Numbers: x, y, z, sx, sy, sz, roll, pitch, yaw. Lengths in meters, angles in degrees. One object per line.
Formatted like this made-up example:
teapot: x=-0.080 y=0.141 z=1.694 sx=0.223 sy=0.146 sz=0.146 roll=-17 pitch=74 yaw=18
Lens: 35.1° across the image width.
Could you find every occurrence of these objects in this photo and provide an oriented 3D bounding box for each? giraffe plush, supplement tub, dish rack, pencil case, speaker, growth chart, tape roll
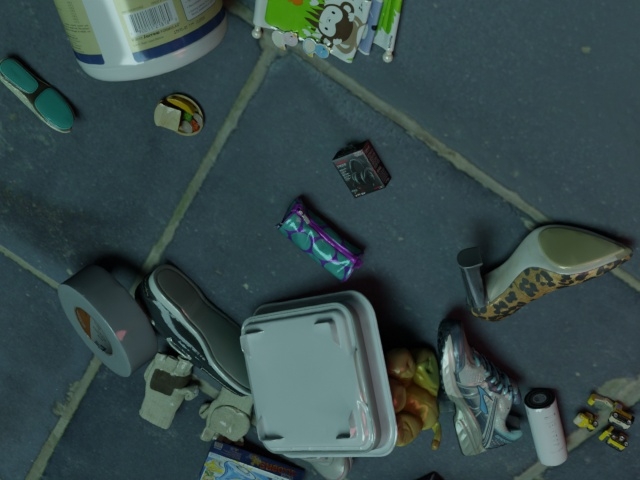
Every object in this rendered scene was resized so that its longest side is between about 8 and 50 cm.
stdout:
giraffe plush: x=0.118 y=0.276 z=1.798 sx=0.171 sy=0.181 sz=0.210 roll=-1 pitch=159 yaw=39
supplement tub: x=-0.276 y=-0.405 z=1.407 sx=0.228 sy=0.228 sz=0.316 roll=1 pitch=124 yaw=25
dish rack: x=-0.023 y=0.242 z=1.753 sx=0.333 sy=0.072 sz=0.285 roll=-13 pitch=86 yaw=47
pencil case: x=0.000 y=0.000 z=1.686 sx=0.152 sy=0.064 sz=0.070 roll=39 pitch=156 yaw=-6
speaker: x=0.390 y=0.323 z=1.746 sx=0.055 sy=0.055 sz=0.136 roll=-3 pitch=123 yaw=28
growth chart: x=0.009 y=-0.335 z=1.461 sx=0.237 sy=0.021 sz=0.171 roll=15 pitch=131 yaw=16
tape roll: x=-0.407 y=0.154 z=1.939 sx=0.219 sy=0.072 sz=0.219 roll=36 pitch=148 yaw=27

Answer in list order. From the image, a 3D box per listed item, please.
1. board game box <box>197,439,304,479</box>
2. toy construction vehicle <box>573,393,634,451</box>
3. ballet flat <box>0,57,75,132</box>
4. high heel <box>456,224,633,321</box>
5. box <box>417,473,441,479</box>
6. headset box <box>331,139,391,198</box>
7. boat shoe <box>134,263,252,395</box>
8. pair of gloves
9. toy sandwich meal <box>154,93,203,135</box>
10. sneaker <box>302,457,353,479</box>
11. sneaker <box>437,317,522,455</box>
board game box: x=-0.149 y=0.498 z=2.126 sx=0.201 sy=0.035 sz=0.136 roll=20 pitch=134 yaw=-3
toy construction vehicle: x=0.484 y=0.304 z=1.705 sx=0.098 sy=0.035 sz=0.085 roll=27 pitch=143 yaw=9
ballet flat: x=-0.491 y=-0.250 z=1.756 sx=0.168 sy=0.057 sz=0.052 roll=46 pitch=158 yaw=-7
high heel: x=0.351 y=0.062 z=1.575 sx=0.261 sy=0.093 sz=0.186 roll=-5 pitch=145 yaw=15
box: x=0.231 y=0.701 z=2.003 sx=0.395 sy=0.212 sz=0.293 roll=44 pitch=131 yaw=-11
headset box: x=0.062 y=-0.115 z=1.591 sx=0.062 sy=0.032 sz=0.083 roll=-17 pitch=117 yaw=35
boat shoe: x=-0.227 y=0.179 z=1.908 sx=0.091 sy=0.114 sz=0.302 roll=-37 pitch=91 yaw=39
pair of gloves: x=-0.249 y=0.323 z=2.067 sx=0.240 sy=0.042 sz=0.204 roll=19 pitch=126 yaw=5
toy sandwich meal: x=-0.234 y=-0.204 z=1.669 sx=0.086 sy=0.029 sz=0.085 roll=13 pitch=129 yaw=17
sneaker: x=-0.031 y=0.383 z=1.958 sx=0.103 sy=0.111 sz=0.252 roll=-20 pitch=114 yaw=36
sneaker: x=0.274 y=0.239 z=1.728 sx=0.122 sy=0.110 sz=0.283 roll=-12 pitch=122 yaw=12
